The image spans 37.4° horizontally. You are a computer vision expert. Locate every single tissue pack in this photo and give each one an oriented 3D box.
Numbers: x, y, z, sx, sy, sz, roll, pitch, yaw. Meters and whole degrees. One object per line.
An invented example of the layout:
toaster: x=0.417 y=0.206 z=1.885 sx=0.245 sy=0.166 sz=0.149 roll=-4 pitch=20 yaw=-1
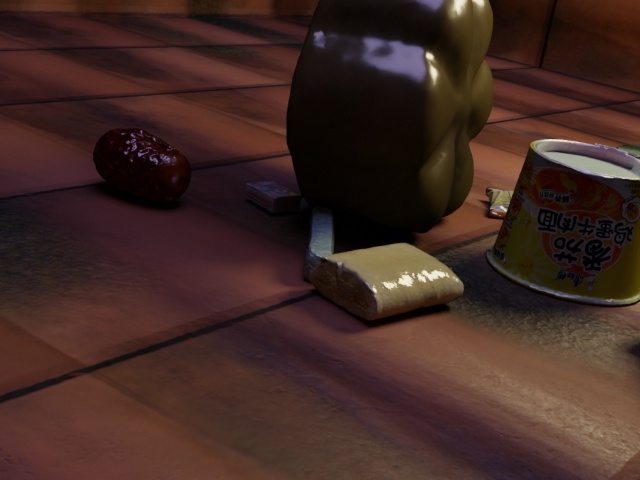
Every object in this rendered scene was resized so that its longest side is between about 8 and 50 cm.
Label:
tissue pack: x=-0.081 y=-0.074 z=1.617 sx=0.063 sy=0.035 sz=0.083 roll=-8 pitch=24 yaw=-38

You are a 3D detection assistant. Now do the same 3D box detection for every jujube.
jujube: x=-0.292 y=-0.126 z=1.558 sx=0.176 sy=0.109 sz=0.112 roll=25 pitch=59 yaw=30

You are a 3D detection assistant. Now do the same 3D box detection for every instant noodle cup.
instant noodle cup: x=0.410 y=-0.038 z=1.501 sx=0.264 sy=0.200 sz=0.264 roll=8 pitch=21 yaw=-3

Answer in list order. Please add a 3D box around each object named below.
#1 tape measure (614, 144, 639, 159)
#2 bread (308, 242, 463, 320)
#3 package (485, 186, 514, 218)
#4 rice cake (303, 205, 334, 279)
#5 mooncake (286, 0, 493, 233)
tape measure: x=0.683 y=-0.107 z=1.879 sx=0.262 sy=0.138 sz=0.259 roll=0 pitch=16 yaw=-23
bread: x=0.094 y=0.053 z=1.308 sx=0.178 sy=0.060 sz=0.139 roll=-9 pitch=27 yaw=-41
package: x=0.372 y=-0.066 z=1.808 sx=0.108 sy=0.031 sz=0.120 roll=10 pitch=25 yaw=2
rice cake: x=0.000 y=0.000 z=1.433 sx=0.042 sy=0.045 sz=0.245 roll=10 pitch=20 yaw=-1
mooncake: x=0.134 y=-0.246 z=1.603 sx=0.262 sy=0.467 sz=0.467 roll=13 pitch=20 yaw=21
